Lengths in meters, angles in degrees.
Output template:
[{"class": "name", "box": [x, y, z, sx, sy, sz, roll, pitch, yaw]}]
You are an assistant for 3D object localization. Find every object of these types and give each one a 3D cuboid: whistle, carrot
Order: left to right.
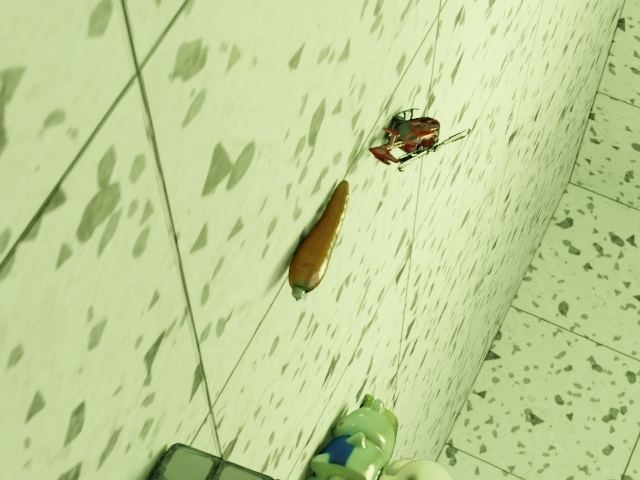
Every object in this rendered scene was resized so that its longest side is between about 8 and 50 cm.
[{"class": "carrot", "box": [0.000, 0.000, 1.209, 0.035, 0.035, 0.142, 96, 15, -52]}, {"class": "whistle", "box": [0.037, 0.309, 1.760, 0.244, 0.092, 0.110, -56, 165, -45]}]

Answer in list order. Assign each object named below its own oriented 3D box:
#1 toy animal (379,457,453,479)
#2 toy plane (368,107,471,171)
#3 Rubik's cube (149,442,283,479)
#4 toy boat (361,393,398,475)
[{"class": "toy animal", "box": [0.157, 0.451, 1.920, 0.196, 0.241, 0.367, -45, 172, -12]}, {"class": "toy plane", "box": [0.095, -0.105, 1.350, 0.145, 0.060, 0.037, -23, 137, -50]}, {"class": "Rubik's cube", "box": [-0.067, 0.347, 1.032, 0.237, 0.238, 0.237, -64, 166, -50]}, {"class": "toy boat", "box": [0.086, 0.327, 2.068, 0.293, 0.055, 0.093, 88, 25, -62]}]
